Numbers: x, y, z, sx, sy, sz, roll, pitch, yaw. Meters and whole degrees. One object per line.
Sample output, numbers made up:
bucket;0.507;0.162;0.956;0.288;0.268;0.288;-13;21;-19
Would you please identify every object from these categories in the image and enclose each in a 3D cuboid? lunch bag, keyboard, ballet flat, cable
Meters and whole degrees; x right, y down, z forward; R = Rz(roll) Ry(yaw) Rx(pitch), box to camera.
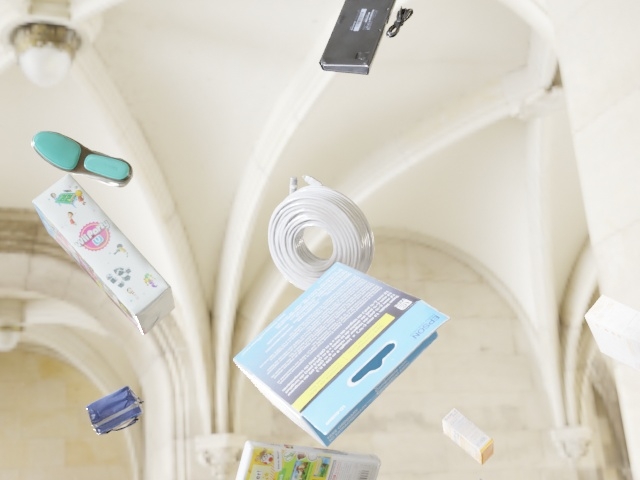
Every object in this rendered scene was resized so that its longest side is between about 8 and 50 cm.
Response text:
lunch bag;-0.359;0.303;1.713;0.098;0.065;0.067;-26;-7;-10
keyboard;0.074;-0.303;1.359;0.108;0.180;0.023;6;-31;25
ballet flat;-0.487;-0.159;1.974;0.213;0.072;0.068;21;-17;-9
cable;0.000;0.000;2.264;0.257;0.257;0.089;25;28;17

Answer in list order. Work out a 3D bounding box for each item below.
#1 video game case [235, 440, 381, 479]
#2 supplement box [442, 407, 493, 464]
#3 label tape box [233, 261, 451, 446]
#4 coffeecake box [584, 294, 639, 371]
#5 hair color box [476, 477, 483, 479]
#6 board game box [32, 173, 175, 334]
video game case;-0.036;0.405;1.397;0.206;0.227;0.026;11;12;-21
supplement box;0.277;0.368;1.817;0.036;0.098;0.062;-41;-33;-18
label tape box;0.043;0.184;1.499;0.115;0.249;0.347;54;-14;-26
coffeecake box;0.657;0.209;1.999;0.185;0.068;0.142;30;-19;46
hair color box;0.353;0.623;1.852;0.113;0.185;0.374;-40;7;5
board game box;-0.429;0.034;1.945;0.097;0.303;0.224;-41;-8;-16
